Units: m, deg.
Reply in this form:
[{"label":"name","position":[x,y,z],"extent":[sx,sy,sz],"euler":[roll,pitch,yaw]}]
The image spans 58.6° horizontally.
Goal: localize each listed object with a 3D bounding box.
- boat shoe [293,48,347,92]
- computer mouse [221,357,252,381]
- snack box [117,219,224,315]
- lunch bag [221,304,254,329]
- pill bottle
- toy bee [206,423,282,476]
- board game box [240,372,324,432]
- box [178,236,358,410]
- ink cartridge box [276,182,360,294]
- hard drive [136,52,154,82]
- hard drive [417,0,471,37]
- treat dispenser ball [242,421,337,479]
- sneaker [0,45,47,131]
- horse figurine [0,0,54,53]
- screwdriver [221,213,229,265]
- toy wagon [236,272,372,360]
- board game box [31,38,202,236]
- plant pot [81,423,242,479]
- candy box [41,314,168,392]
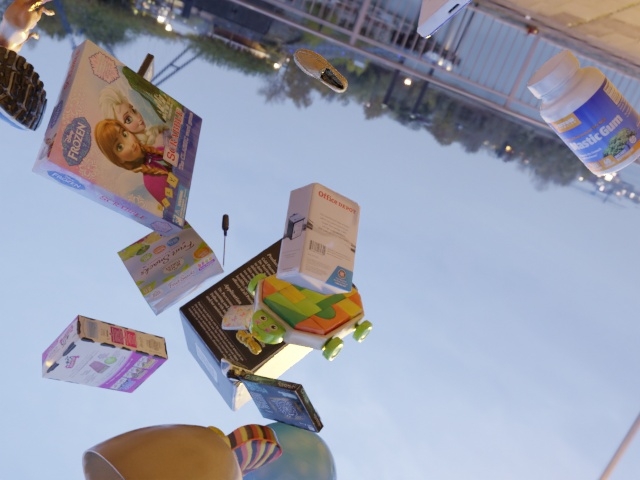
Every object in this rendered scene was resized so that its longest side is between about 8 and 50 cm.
[{"label":"boat shoe","position":[0.002,-0.517,1.728],"extent":[0.190,0.068,0.072],"euler":[30,-161,-7]},{"label":"computer mouse","position":[-0.205,0.336,1.425],"extent":[0.106,0.042,0.193],"euler":[23,171,-21]},{"label":"snack box","position":[-0.337,0.048,1.274],"extent":[0.174,0.070,0.207],"euler":[-34,-138,-16]},{"label":"lunch bag","position":[-0.215,0.210,1.507],"extent":[0.071,0.053,0.083],"euler":[-5,-157,17]},{"label":"pill bottle","position":[0.599,-0.291,1.289],"extent":[0.272,0.152,0.152],"euler":[43,-167,-10]},{"label":"toy bee","position":[-0.236,0.485,1.213],"extent":[0.195,0.298,0.162],"euler":[12,141,52]},{"label":"board game box","position":[-0.088,0.362,1.282],"extent":[0.186,0.126,0.026],"euler":[-2,-149,43]},{"label":"box","position":[-0.178,0.269,1.880],"extent":[0.471,0.480,0.297],"euler":[-34,-106,-22]},{"label":"ink cartridge box","position":[0.000,0.000,1.151],"extent":[0.139,0.191,0.082],"euler":[23,154,-37]},{"label":"hard drive","position":[-0.495,-0.436,1.573],"extent":[0.022,0.135,0.094],"euler":[22,156,-9]},{"label":"hard drive","position":[0.346,-0.680,1.446],"extent":[0.040,0.210,0.319],"euler":[32,-128,-23]},{"label":"treat dispenser ball","position":[-0.098,0.634,1.531],"extent":[0.288,0.288,0.288],"euler":[20,-165,-6]},{"label":"sneaker","position":[-0.676,-0.324,1.088],"extent":[0.147,0.130,0.330],"euler":[-4,150,28]},{"label":"horse figurine","position":[-0.685,-0.489,1.310],"extent":[0.066,0.263,0.174],"euler":[41,-152,-19]},{"label":"screwdriver","position":[-0.278,0.000,1.670],"extent":[0.024,0.170,0.025],"euler":[-12,156,20]},{"label":"toy wagon","position":[-0.046,0.163,1.319],"extent":[0.267,0.068,0.344],"euler":[37,-148,25]},{"label":"board game box","position":[-0.414,-0.214,1.231],"extent":[0.065,0.319,0.318],"euler":[-20,145,35]},{"label":"plant pot","position":[-0.249,0.431,0.984],"extent":[0.284,0.284,0.191],"euler":[31,-140,31]},{"label":"candy box","position":[-0.503,0.272,1.341],"extent":[0.233,0.159,0.071],"euler":[28,-152,-44]}]
